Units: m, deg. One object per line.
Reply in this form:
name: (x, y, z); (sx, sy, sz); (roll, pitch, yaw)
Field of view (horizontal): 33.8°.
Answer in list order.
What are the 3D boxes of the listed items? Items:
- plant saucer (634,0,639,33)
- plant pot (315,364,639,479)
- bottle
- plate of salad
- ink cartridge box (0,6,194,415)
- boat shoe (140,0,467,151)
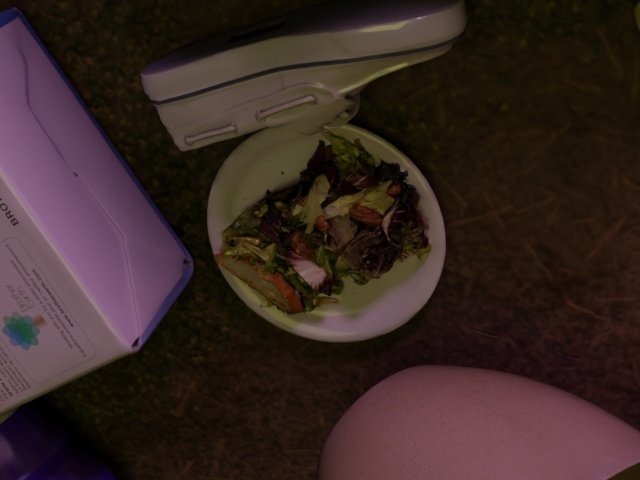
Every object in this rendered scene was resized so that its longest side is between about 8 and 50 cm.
plant saucer: (0.323, -0.098, 0.679); (0.188, 0.045, 0.188); (-8, 115, 45)
plant pot: (0.104, 0.207, 0.815); (0.191, 0.284, 0.284); (44, 126, 33)
bottle: (-0.243, 0.267, 1.017); (0.118, 0.092, 0.283); (-25, 106, 26)
plate of salad: (0.000, 0.000, 0.845); (0.199, 0.048, 0.200); (7, 116, 14)
ink cartridge box: (-0.348, 0.025, 0.898); (0.395, 0.151, 0.270); (-27, 105, 24)
boat shoe: (-0.008, -0.120, 0.774); (0.258, 0.095, 0.084); (-6, 118, 30)
